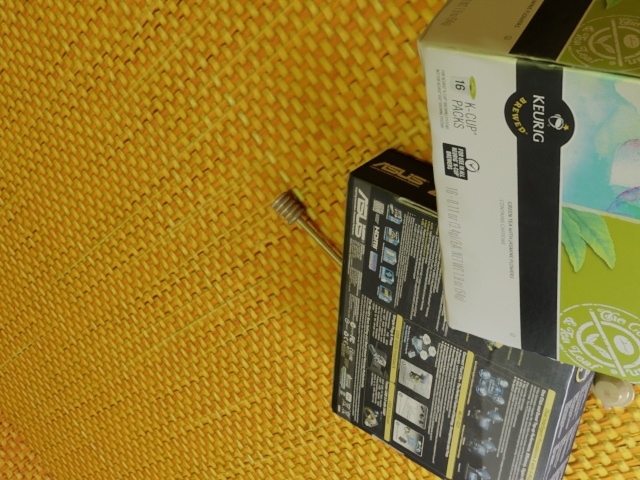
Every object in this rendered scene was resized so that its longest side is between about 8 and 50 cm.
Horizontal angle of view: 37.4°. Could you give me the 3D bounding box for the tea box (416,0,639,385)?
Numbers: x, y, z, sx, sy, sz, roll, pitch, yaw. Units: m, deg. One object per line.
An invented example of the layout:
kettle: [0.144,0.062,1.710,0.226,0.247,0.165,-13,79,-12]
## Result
tea box: [0.281,-0.063,0.796,0.323,0.220,0.329,14,139,27]

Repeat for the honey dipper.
honey dipper: [0.000,0.000,1.265,0.161,0.030,0.030,44,137,0]

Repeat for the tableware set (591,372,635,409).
tableware set: [0.338,0.128,1.074,0.169,0.020,0.141,-32,92,50]

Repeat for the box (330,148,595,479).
box: [0.167,0.123,1.148,0.318,0.097,0.395,27,132,31]
